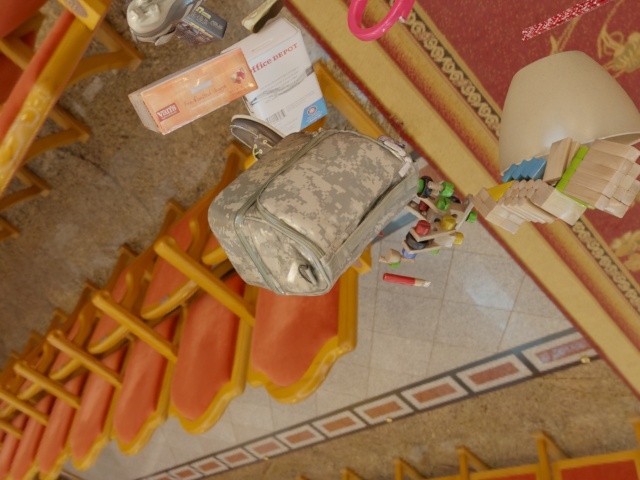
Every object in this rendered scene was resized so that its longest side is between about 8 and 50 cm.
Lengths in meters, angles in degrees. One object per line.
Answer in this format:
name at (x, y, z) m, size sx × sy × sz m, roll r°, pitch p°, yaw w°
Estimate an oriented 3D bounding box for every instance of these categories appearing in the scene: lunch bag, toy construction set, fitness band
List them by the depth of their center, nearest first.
lunch bag at (0.001, -0.053, 0.869) m, size 0.255 × 0.305 × 0.213 m, roll 12°, pitch 137°, yaw 42°
toy construction set at (0.316, -0.017, 1.356) m, size 0.237 × 0.257 × 0.309 m, roll 12°, pitch 106°, yaw -14°
fitness band at (0.186, -0.709, 1.414) m, size 0.054 × 0.291 × 0.209 m, roll 21°, pitch -175°, yaw -44°

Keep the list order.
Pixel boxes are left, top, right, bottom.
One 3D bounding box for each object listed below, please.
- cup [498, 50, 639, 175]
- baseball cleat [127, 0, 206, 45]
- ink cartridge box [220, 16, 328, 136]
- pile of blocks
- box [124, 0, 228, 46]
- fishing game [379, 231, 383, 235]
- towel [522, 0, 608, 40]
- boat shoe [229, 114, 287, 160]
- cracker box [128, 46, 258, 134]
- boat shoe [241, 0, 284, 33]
cup at (0.588, -0.318, 1.221) m, size 0.330 × 0.331 × 0.237 m, roll -14°, pitch 85°, yaw 29°
baseball cleat at (-0.252, -0.421, 0.873) m, size 0.072 × 0.205 × 0.109 m, roll 52°, pitch 162°, yaw -1°
ink cartridge box at (-0.134, -0.482, 1.529) m, size 0.223 × 0.129 × 0.307 m, roll -32°, pitch 141°, yaw -5°
pile of blocks at (0.454, -0.096, 0.946) m, size 0.112 × 0.149 × 0.362 m, roll 24°, pitch 169°, yaw -19°
box at (-0.406, -0.639, 1.398) m, size 0.232 × 0.059 × 0.183 m, roll 19°, pitch 178°, yaw -41°
fishing game at (0.000, 0.000, 1.151) m, size 0.263 × 0.041 × 0.189 m, roll -11°, pitch 161°, yaw 34°
towel at (0.663, -0.582, 1.224) m, size 0.031 × 0.198 × 0.275 m, roll 66°, pitch 163°, yaw -10°
boat shoe at (-0.107, -0.200, 1.087) m, size 0.227 × 0.069 × 0.081 m, roll 27°, pitch 160°, yaw 4°
cracker box at (-0.210, -0.234, 0.782) m, size 0.232 × 0.155 × 0.067 m, roll 30°, pitch 148°, yaw 62°
boat shoe at (-0.164, -0.667, 1.438) m, size 0.048 × 0.153 × 0.056 m, roll 37°, pitch 168°, yaw 11°
